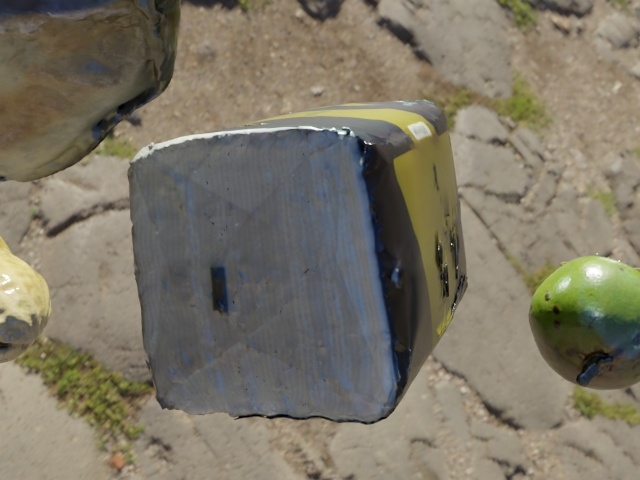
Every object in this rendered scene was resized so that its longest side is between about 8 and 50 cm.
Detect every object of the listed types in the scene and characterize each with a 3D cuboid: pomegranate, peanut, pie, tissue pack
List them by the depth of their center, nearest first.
[{"bbox_3d":[-0.251,-0.144,0.701,0.338,0.337,0.075,10,53,-30],"label":"pie"},{"bbox_3d":[0.000,0.000,1.117,0.416,0.253,0.264,-34,119,-72],"label":"tissue pack"},{"bbox_3d":[0.312,0.088,1.235,0.156,0.156,0.220,45,9,-2],"label":"pomegranate"},{"bbox_3d":[-0.475,0.064,1.541,0.149,0.149,0.313,-3,26,-36],"label":"peanut"}]
